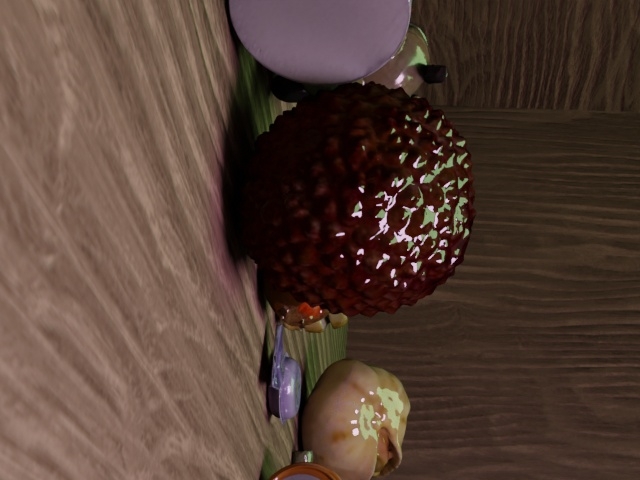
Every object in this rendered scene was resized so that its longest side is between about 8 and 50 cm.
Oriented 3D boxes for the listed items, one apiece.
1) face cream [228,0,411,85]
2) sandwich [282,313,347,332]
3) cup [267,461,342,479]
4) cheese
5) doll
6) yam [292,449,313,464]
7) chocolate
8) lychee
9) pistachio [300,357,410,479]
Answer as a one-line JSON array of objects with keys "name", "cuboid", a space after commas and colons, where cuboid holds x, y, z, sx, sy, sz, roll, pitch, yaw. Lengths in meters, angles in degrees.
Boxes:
[{"name": "face cream", "cuboid": [0.004, -0.270, 0.786, 0.177, 0.177, 0.152, 87, 6, -48]}, {"name": "sandwich", "cuboid": [-0.005, 0.000, 1.256, 0.288, 0.100, 0.254, -66, 152, -76]}, {"name": "cup", "cuboid": [-0.020, 0.458, 1.148, 0.226, 0.182, 0.264, -48, 147, -27]}, {"name": "cheese", "cuboid": [-0.055, 0.205, 1.139, 0.191, 0.042, 0.105, 80, 12, -58]}, {"name": "doll", "cuboid": [0.052, -0.260, 1.046, 0.235, 0.174, 0.330, -47, -154, 14]}, {"name": "yam", "cuboid": [-0.036, 0.445, 1.481, 0.043, 0.043, 0.094, 77, 17, -72]}, {"name": "chocolate", "cuboid": [-0.020, 0.057, 1.033, 0.127, 0.124, 0.133, -105, -151, -46]}, {"name": "lychee", "cuboid": [0.045, -0.047, 0.853, 0.300, 0.264, 0.264, -18, 117, -43]}, {"name": "pistachio", "cuboid": [0.065, 0.386, 1.616, 0.238, 0.229, 0.321, 52, -35, 41]}]
